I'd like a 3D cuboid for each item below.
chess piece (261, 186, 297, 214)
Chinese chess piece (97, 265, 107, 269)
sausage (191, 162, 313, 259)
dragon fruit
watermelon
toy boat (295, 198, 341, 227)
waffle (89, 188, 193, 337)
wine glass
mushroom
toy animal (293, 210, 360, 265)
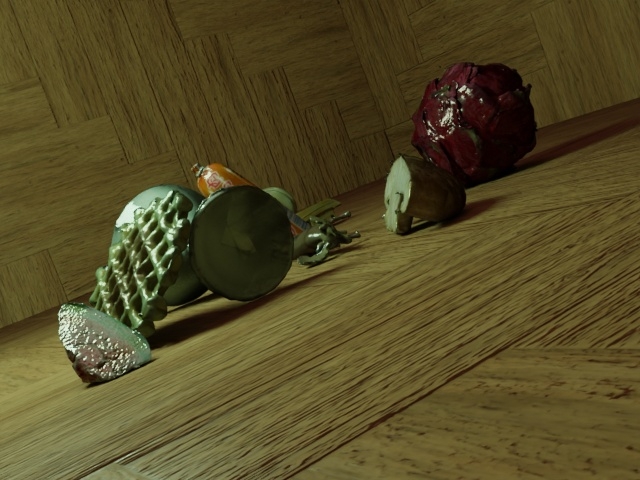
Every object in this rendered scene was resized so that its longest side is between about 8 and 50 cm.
[{"bbox_3d":[-0.185,-0.081,2.908,0.182,0.182,0.330,-20,11,7],"label":"chess piece"},{"bbox_3d":[-0.653,0.108,2.899,0.270,0.112,0.270,-19,4,1],"label":"Chinese chess piece"},{"bbox_3d":[-0.156,-0.077,1.838,0.093,0.312,0.093,-48,17,20],"label":"sausage"},{"bbox_3d":[0.386,-0.291,2.078,0.329,0.329,0.329,-20,5,2],"label":"dragon fruit"},{"bbox_3d":[-0.331,0.157,1.209,0.094,0.081,0.180,1,25,-44],"label":"watermelon"},{"bbox_3d":[-0.017,-0.061,2.416,0.201,0.077,0.057,-27,-5,-35],"label":"toy boat"},{"bbox_3d":[-0.316,0.057,1.411,0.056,0.291,0.309,27,-34,-29],"label":"waffle"},{"bbox_3d":[-0.226,0.011,1.593,0.267,0.267,0.406,-23,11,-28],"label":"wine glass"},{"bbox_3d":[0.210,-0.084,1.603,0.151,0.155,0.285,8,4,-4],"label":"mushroom"},{"bbox_3d":[0.000,0.000,1.686,0.186,0.093,0.214,-18,-5,-41],"label":"toy animal"}]
